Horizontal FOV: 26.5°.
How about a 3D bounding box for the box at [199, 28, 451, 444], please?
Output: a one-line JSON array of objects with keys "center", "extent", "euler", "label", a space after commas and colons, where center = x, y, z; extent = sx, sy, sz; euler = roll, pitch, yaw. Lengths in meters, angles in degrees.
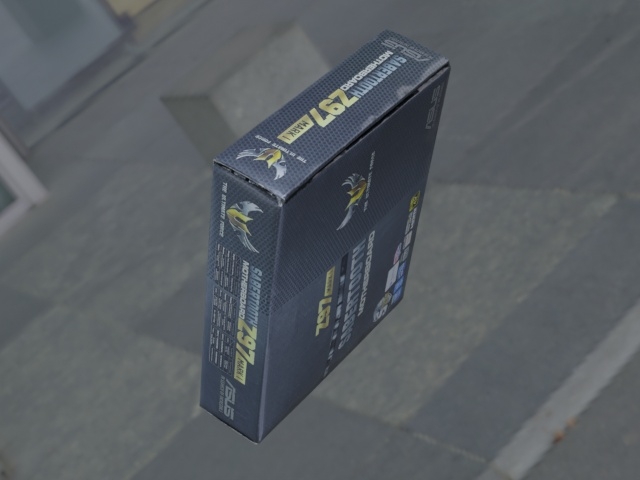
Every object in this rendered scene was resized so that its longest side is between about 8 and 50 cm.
[{"center": [0.000, 0.000, 0.905], "extent": [0.059, 0.233, 0.183], "euler": [30, 48, 23], "label": "box"}]
